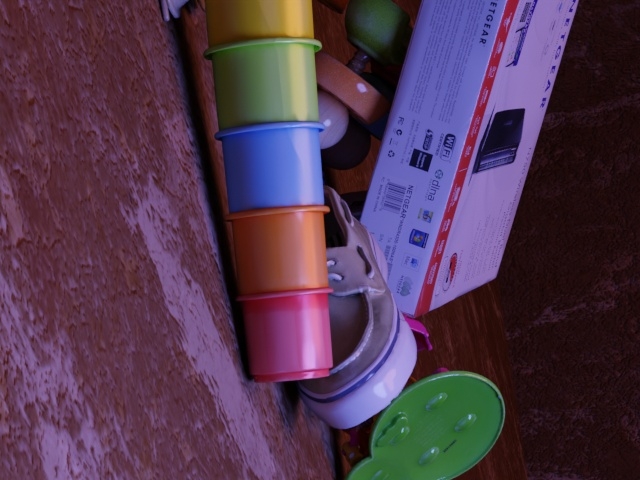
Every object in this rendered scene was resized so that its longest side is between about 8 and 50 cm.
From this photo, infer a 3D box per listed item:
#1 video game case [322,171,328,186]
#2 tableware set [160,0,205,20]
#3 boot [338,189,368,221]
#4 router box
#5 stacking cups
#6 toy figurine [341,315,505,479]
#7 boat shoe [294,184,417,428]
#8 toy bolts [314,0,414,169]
[{"bbox_3d":[0.000,0.000,1.917,0.157,0.019,0.143,9,69,-82],"label":"video game case"},{"bbox_3d":[-0.114,-0.240,1.523,0.168,0.020,0.141,-52,129,-81],"label":"tableware set"},{"bbox_3d":[0.046,-0.002,2.092,0.190,0.069,0.086,-37,121,-72],"label":"boot"},{"bbox_3d":[0.148,-0.111,1.999,0.301,0.082,0.335,-19,127,-68],"label":"router box"},{"bbox_3d":[-0.043,-0.052,1.498,0.096,0.096,0.316,10,77,-81],"label":"stacking cups"},{"bbox_3d":[0.063,0.141,1.823,0.130,0.173,0.159,36,15,-38],"label":"toy figurine"},{"bbox_3d":[0.008,0.053,1.695,0.094,0.109,0.302,54,10,-23],"label":"boat shoe"},{"bbox_3d":[0.009,-0.172,2.011,0.218,0.158,0.228,37,0,28],"label":"toy bolts"}]
